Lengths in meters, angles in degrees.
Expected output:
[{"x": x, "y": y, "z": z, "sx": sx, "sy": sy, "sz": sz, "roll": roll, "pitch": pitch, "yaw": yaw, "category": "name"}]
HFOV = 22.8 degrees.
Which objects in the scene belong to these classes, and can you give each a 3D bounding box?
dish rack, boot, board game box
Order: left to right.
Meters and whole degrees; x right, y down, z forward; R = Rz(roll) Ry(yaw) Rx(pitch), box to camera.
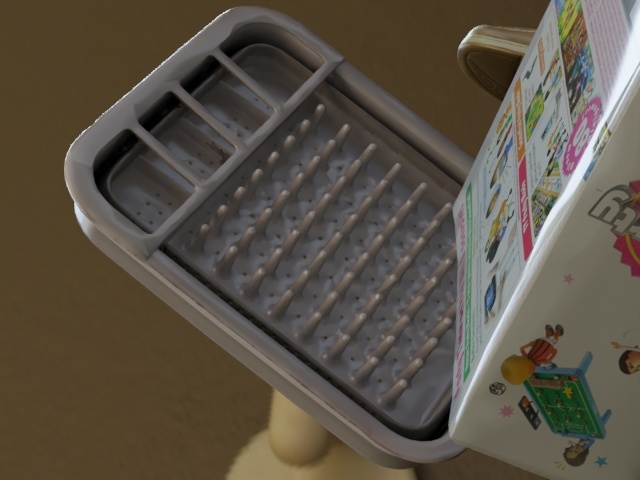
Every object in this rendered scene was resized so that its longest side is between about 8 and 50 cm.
[{"x": 0.000, "y": 0.000, "z": 1.140, "sx": 0.333, "sy": 0.072, "sz": 0.285, "roll": 37, "pitch": -135, "yaw": 4, "category": "dish rack"}, {"x": 0.227, "y": -0.175, "z": 1.249, "sx": 0.213, "sy": 0.077, "sz": 0.165, "roll": 13, "pitch": -116, "yaw": 12, "category": "boot"}, {"x": 0.157, "y": -0.072, "z": 0.702, "sx": 0.097, "sy": 0.303, "sz": 0.224, "roll": 22, "pitch": -152, "yaw": -6, "category": "board game box"}]
